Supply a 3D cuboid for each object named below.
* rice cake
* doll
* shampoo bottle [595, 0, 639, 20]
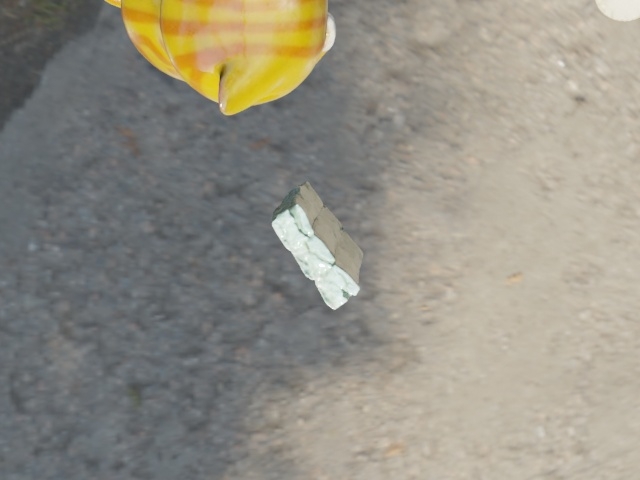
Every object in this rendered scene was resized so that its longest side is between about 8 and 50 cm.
[{"bbox_3d":[0.000,0.000,1.616,0.038,0.211,0.124,-36,91,8],"label":"rice cake"},{"bbox_3d":[-0.083,-0.203,1.335,0.269,0.162,0.166,25,125,61],"label":"doll"},{"bbox_3d":[0.324,-0.323,1.618,0.078,0.257,0.127,13,128,1],"label":"shampoo bottle"}]
